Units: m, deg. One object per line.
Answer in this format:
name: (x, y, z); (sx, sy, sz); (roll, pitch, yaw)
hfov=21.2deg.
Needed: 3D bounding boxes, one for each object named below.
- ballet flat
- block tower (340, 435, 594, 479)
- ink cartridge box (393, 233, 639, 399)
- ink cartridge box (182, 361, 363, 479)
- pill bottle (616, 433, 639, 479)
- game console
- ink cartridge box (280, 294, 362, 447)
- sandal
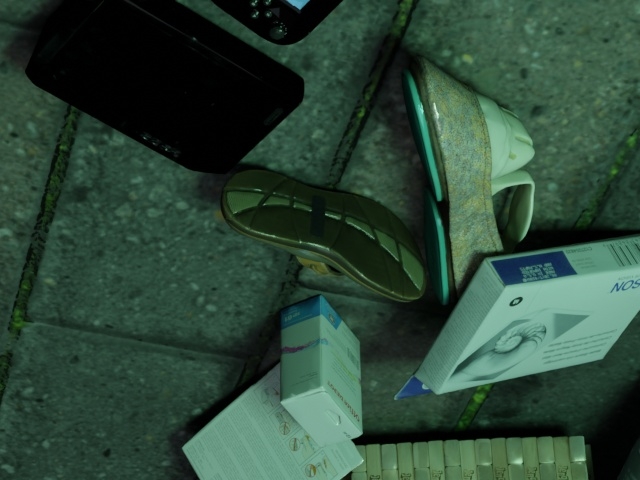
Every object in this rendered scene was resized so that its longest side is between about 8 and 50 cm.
ballet flat: (0.139, -0.061, 1.545); (0.106, 0.107, 0.316); (-16, 143, -2)
block tower: (0.134, 0.269, 1.863); (0.335, 0.091, 0.097); (-3, 163, -1)
ink cartridge box: (0.208, 0.089, 1.668); (0.223, 0.045, 0.224); (-8, 144, -33)
ink cartridge box: (-0.046, 0.224, 1.804); (0.179, 0.145, 0.045); (-41, 158, 19)
pill bottle: (0.380, 0.348, 1.800); (0.210, 0.210, 0.363); (18, 106, -20)
game console: (-0.067, -0.204, 1.418); (0.213, 0.044, 0.361); (28, 128, -28)
ink cartridge box: (0.001, 0.132, 1.712); (0.052, 0.122, 0.088); (-21, 133, 19)
sandal: (0.000, 0.000, 1.606); (0.219, 0.090, 0.060); (17, 150, -21)
